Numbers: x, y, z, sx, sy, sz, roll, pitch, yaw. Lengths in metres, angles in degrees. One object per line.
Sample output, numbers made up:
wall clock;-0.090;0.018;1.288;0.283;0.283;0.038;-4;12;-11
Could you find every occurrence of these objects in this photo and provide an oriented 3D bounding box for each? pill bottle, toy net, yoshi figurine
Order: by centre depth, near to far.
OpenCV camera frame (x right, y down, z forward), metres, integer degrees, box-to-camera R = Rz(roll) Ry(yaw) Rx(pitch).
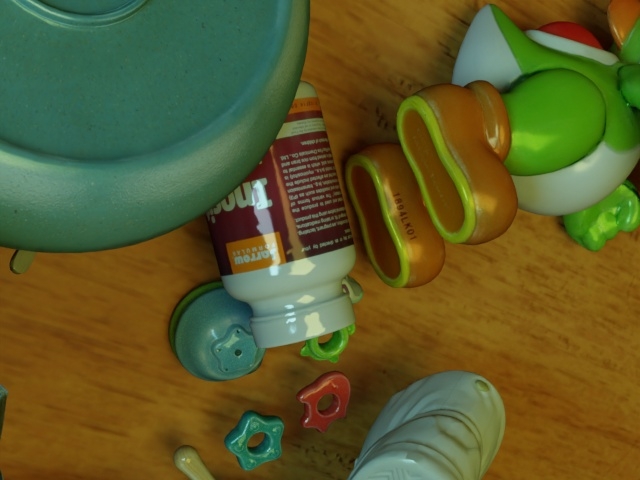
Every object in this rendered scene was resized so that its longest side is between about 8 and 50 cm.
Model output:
pill bottle;-0.027;-0.015;0.698;0.086;0.086;0.152;-15;91;-25
toy net;-0.049;0.144;0.781;0.122;0.045;0.232;2;107;-26
yoshi figurine;0.215;-0.052;0.797;0.362;0.203;0.203;-20;129;-25

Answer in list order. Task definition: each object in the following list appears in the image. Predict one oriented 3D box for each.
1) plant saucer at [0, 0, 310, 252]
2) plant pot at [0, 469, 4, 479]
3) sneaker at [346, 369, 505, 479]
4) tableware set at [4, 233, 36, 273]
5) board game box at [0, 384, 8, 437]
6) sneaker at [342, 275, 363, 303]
plant saucer;-0.132;-0.153;0.576;0.318;0.044;0.317;7;76;-31
plant pot;-0.273;0.110;0.556;0.188;0.187;0.167;-15;149;-26
sneaker;0.036;0.218;0.812;0.108;0.169;0.292;39;121;6
tableware set;-0.160;-0.096;0.603;0.128;0.039;0.194;40;54;-32
board game box;-0.332;0.036;0.417;0.308;0.086;0.302;-31;73;-31
sneaker;0.000;0.000;0.769;0.098;0.038;0.069;24;93;-32
